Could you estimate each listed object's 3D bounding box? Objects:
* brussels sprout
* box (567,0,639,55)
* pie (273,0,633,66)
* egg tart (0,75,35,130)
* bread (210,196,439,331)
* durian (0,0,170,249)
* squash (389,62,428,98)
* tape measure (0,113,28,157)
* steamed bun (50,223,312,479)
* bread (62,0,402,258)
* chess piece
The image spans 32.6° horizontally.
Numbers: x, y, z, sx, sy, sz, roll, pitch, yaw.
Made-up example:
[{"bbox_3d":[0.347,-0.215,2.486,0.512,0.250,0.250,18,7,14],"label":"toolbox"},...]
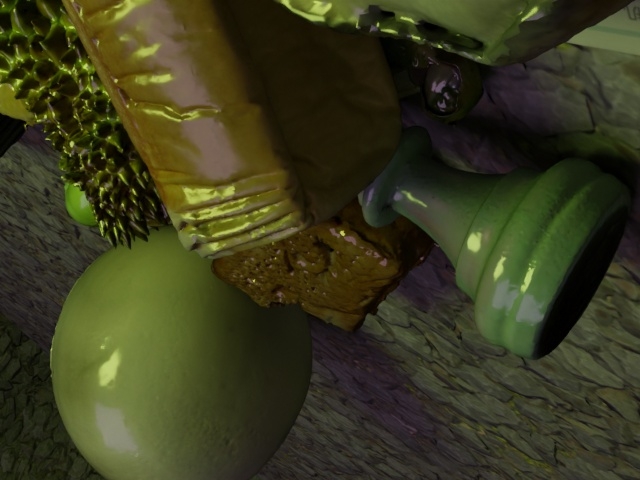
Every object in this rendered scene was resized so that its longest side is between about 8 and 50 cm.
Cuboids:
[{"bbox_3d":[0.072,-0.115,0.714,0.083,0.046,0.051,46,131,-13],"label":"brussels sprout"},{"bbox_3d":[0.133,-0.154,0.474,0.269,0.079,0.135,20,155,37],"label":"box"},{"bbox_3d":[0.020,-0.218,0.394,0.337,0.075,0.338,34,143,31],"label":"pie"},{"bbox_3d":[-0.296,-0.205,1.018,0.290,0.115,0.290,29,159,12],"label":"egg tart"},{"bbox_3d":[0.000,0.000,1.013,0.185,0.109,0.380,28,162,-2],"label":"bread"},{"bbox_3d":[-0.145,-0.128,0.802,0.237,0.176,0.200,58,173,11],"label":"durian"},{"bbox_3d":[0.051,-0.113,0.779,0.027,0.027,0.083,43,159,-19],"label":"squash"},{"bbox_3d":[-0.467,-0.172,1.352,0.271,0.133,0.231,22,156,28],"label":"tape measure"},{"bbox_3d":[-0.146,0.142,1.259,0.206,0.324,0.324,6,146,46],"label":"steamed bun"},{"bbox_3d":[-0.062,-0.137,0.652,0.119,0.152,0.288,2,125,44],"label":"bread"},{"bbox_3d":[0.068,-0.036,0.769,0.271,0.139,0.139,29,160,22],"label":"chess piece"}]
